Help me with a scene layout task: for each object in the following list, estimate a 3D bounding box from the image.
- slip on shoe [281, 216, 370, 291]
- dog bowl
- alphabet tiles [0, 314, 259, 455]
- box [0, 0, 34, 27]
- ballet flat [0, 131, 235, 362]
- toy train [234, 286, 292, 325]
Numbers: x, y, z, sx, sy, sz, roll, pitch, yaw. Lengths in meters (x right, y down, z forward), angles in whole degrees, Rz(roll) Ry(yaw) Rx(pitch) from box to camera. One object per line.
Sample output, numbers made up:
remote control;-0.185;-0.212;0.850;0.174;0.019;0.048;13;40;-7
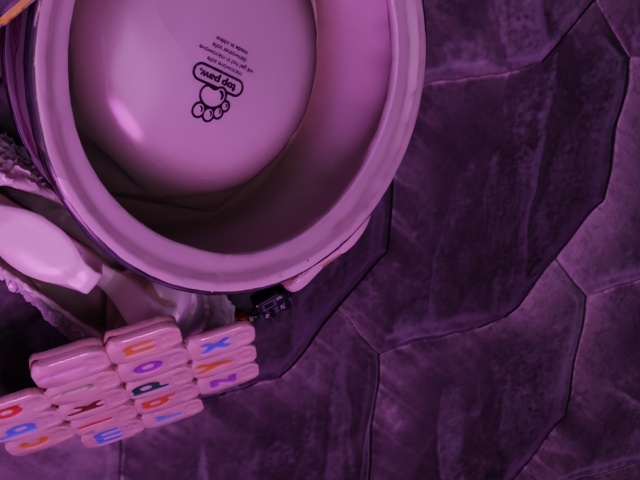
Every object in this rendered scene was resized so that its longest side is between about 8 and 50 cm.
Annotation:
slip on shoe;0.000;0.000;1.189;0.135;0.051;0.041;-42;117;2
dog bowl;-0.100;-0.165;0.929;0.408;0.150;0.407;-13;111;-37
alphabet tiles;-0.199;0.150;1.054;0.278;0.021;0.284;-18;157;-9
box;-0.189;-0.326;0.754;0.322;0.257;0.079;-44;144;-10
ballet flat;-0.226;0.037;1.002;0.409;0.147;0.147;37;92;-36
toy train;-0.104;0.099;1.187;0.158;0.027;0.036;-31;123;-15
